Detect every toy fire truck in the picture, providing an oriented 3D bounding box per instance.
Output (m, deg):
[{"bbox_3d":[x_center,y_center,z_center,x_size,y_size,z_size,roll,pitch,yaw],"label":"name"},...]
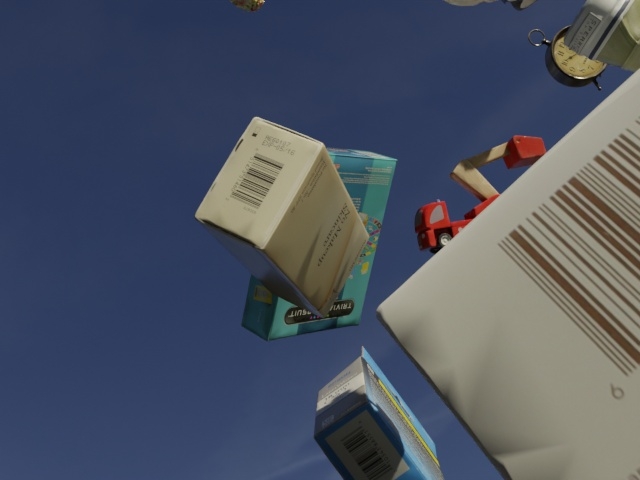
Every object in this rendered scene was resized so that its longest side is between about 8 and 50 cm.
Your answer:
[{"bbox_3d":[0.211,-0.061,0.954,0.191,0.135,0.047,-8,-10,-10],"label":"toy fire truck"}]

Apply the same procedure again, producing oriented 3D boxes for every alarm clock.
[{"bbox_3d":[0.543,-0.411,1.579,0.192,0.064,0.129,27,-100,1],"label":"alarm clock"}]

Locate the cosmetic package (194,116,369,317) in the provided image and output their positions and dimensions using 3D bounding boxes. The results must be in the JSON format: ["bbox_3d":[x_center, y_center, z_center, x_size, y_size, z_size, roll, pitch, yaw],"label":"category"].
[{"bbox_3d":[-0.039,-0.018,1.012,0.160,0.113,0.309,-61,-24,-11],"label":"cosmetic package"}]

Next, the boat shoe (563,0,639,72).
[{"bbox_3d":[0.362,-0.276,0.770,0.302,0.094,0.109,-49,-9,-25],"label":"boat shoe"}]

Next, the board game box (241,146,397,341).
[{"bbox_3d":[0.000,0.000,1.316,0.253,0.079,0.336,-2,-71,-48],"label":"board game box"}]

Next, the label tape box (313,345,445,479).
[{"bbox_3d":[0.102,0.335,1.192,0.105,0.334,0.241,-36,-87,4],"label":"label tape box"}]

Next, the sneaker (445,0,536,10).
[{"bbox_3d":[0.242,-0.348,0.964,0.235,0.094,0.153,-35,-8,-14],"label":"sneaker"}]

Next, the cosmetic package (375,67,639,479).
[{"bbox_3d":[0.314,0.103,0.528,0.329,0.327,0.393,-44,-31,7],"label":"cosmetic package"}]

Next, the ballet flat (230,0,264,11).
[{"bbox_3d":[-0.183,-0.519,1.287,0.091,0.077,0.241,-43,-83,-27],"label":"ballet flat"}]
